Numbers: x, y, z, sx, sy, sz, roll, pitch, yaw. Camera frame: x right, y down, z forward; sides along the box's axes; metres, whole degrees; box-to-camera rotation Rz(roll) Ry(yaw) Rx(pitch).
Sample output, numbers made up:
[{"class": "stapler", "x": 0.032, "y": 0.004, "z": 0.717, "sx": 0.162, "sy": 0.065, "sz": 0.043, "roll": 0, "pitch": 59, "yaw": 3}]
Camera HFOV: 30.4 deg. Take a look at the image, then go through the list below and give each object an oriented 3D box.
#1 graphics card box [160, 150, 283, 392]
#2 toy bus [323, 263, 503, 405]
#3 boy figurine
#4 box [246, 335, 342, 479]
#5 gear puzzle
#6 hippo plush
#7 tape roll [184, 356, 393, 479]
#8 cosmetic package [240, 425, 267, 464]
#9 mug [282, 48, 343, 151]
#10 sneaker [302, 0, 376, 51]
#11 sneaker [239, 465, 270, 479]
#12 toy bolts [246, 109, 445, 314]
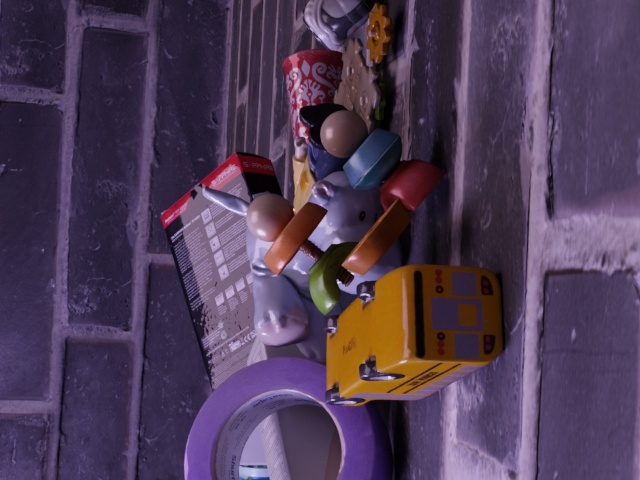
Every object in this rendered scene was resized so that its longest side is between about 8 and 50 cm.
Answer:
[{"class": "graphics card box", "x": -0.135, "y": 0.063, "z": 2.048, "sx": 0.233, "sy": 0.094, "sz": 0.370, "roll": -36, "pitch": 62, "yaw": 34}, {"class": "toy bus", "x": 0.092, "y": 0.118, "z": 1.356, "sx": 0.332, "sy": 0.130, "sz": 0.108, "roll": 126, "pitch": 144, "yaw": -70}, {"class": "boy figurine", "x": -0.013, "y": -0.084, "z": 1.847, "sx": 0.285, "sy": 0.092, "sz": 0.177, "roll": 109, "pitch": 149, "yaw": -46}, {"class": "box", "x": -0.017, "y": 0.289, "z": 1.755, "sx": 0.148, "sy": 0.121, "sz": 0.311, "roll": 113, "pitch": 147, "yaw": -61}, {"class": "gear puzzle", "x": 0.069, "y": -0.211, "z": 1.788, "sx": 0.175, "sy": 0.044, "sz": 0.338, "roll": -110, "pitch": 24, "yaw": -47}, {"class": "hippo plush", "x": 0.025, "y": 0.004, "z": 1.675, "sx": 0.237, "sy": 0.234, "sz": 0.294, "roll": -36, "pitch": 64, "yaw": 37}, {"class": "tape roll", "x": -0.044, "y": 0.302, "z": 1.608, "sx": 0.090, "sy": 0.275, "sz": 0.274, "roll": 45, "pitch": -140, "yaw": -61}, {"class": "cosmetic package", "x": -0.103, "y": 0.188, "z": 2.238, "sx": 0.230, "sy": 0.162, "sz": 0.453, "roll": 165, "pitch": 108, "yaw": -77}, {"class": "mug", "x": 0.010, "y": -0.223, "z": 2.011, "sx": 0.113, "sy": 0.150, "sz": 0.169, "roll": -18, "pitch": 69, "yaw": 39}, {"class": "sneaker", "x": 0.048, "y": -0.405, "z": 1.868, "sx": 0.108, "sy": 0.100, "sz": 0.271, "roll": -28, "pitch": 34, "yaw": 27}, {"class": "sneaker", "x": -0.123, "y": 0.538, "z": 2.343, "sx": 0.319, "sy": 0.127, "sz": 0.208, "roll": -120, "pitch": 34, "yaw": -69}, {"class": "toy bolts", "x": 0.030, "y": -0.059, "z": 1.415, "sx": 0.228, "sy": 0.158, "sz": 0.218, "roll": -50, "pitch": 0, "yaw": -24}]
